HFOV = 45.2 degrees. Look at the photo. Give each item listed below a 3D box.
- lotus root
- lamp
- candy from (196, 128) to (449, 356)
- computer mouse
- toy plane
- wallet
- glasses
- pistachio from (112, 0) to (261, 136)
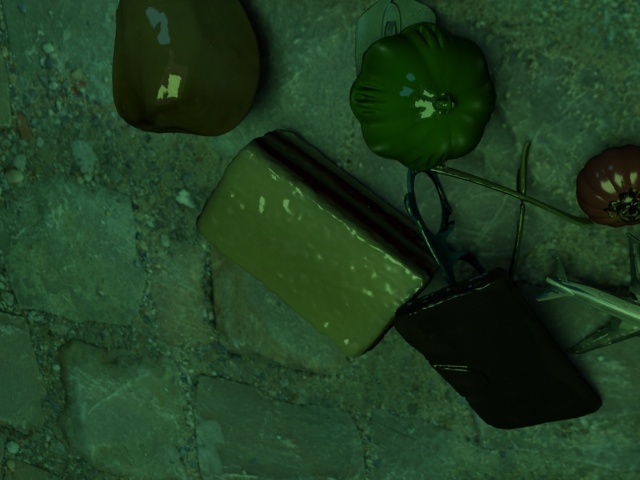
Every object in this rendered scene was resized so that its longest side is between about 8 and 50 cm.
[{"bbox_3d":[0.130,-0.161,0.884,0.186,0.186,0.186,9,112,23],"label":"lotus root"},{"bbox_3d":[0.359,-0.064,0.912,0.107,0.092,0.108,1,137,1],"label":"lamp"},{"bbox_3d":[0.000,0.000,1.087,0.320,0.135,0.179,38,121,10],"label":"candy"},{"bbox_3d":[0.102,-0.211,0.994,0.113,0.068,0.229,-1,109,24],"label":"computer mouse"},{"bbox_3d":[0.385,0.087,0.965,0.226,0.058,0.226,16,135,9],"label":"toy plane"},{"bbox_3d":[0.234,0.158,1.004,0.165,0.042,0.309,-23,129,27],"label":"wallet"},{"bbox_3d":[0.233,-0.023,1.010,0.206,0.102,0.239,-26,96,3],"label":"glasses"},{"bbox_3d":[-0.188,-0.273,1.066,0.212,0.163,0.261,-4,95,5],"label":"pistachio"}]
